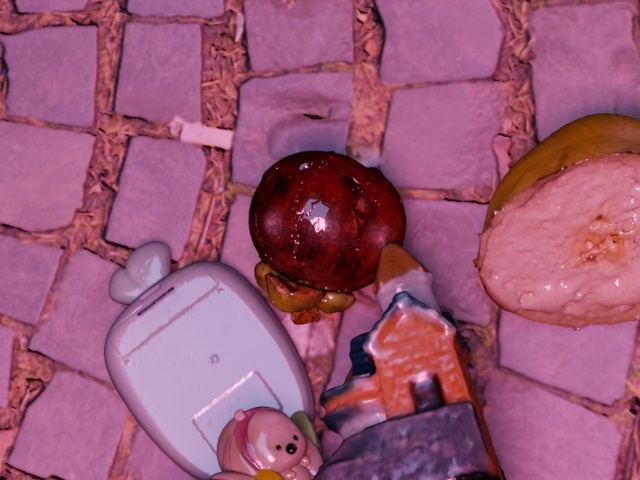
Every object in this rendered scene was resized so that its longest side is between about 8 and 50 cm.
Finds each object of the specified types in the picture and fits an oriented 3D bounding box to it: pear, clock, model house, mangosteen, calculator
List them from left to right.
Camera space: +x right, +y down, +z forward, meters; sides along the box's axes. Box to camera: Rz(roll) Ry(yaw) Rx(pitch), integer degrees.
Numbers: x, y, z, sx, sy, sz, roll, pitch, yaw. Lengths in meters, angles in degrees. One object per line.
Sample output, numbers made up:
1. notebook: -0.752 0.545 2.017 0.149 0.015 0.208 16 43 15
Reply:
1. calculator: -0.125 0.127 1.735 0.184 0.042 0.295 -38 72 -1
2. clock: -0.065 0.253 1.601 0.103 0.144 0.231 -10 35 38
3. mangosteen: 0.000 0.000 1.684 0.166 0.166 0.180 19 83 16
4. model house: 0.072 0.145 1.590 0.184 0.253 0.291 -13 67 10
5. pear: 0.277 -0.047 1.641 0.266 0.267 0.178 -10 48 9
